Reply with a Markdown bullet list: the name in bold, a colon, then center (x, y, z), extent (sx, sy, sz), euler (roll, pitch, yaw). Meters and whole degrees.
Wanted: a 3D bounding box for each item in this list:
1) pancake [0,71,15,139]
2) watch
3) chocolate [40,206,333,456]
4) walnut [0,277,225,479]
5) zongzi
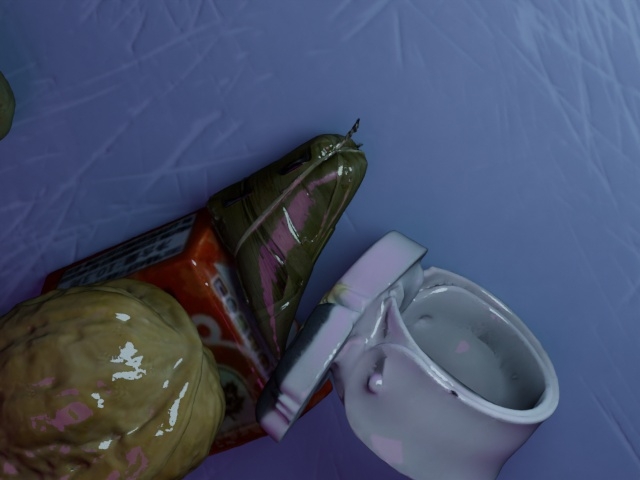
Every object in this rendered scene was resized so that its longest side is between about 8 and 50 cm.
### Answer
- **pancake**: center (-0.415, -0.148, 1.510), extent (0.242, 0.050, 0.242), euler (12, 149, 8)
- **watch**: center (0.082, 0.137, 1.449), extent (0.231, 0.244, 0.196), euler (40, 119, 3)
- **chocolate**: center (-0.148, 0.111, 1.584), extent (0.237, 0.108, 0.235), euler (-20, 107, 26)
- **walnut**: center (-0.209, 0.145, 1.443), extent (0.257, 0.257, 0.224), euler (-23, 138, 25)
- **zongzi**: center (0.000, 0.000, 1.464), extent (0.189, 0.081, 0.178), euler (-28, 73, 26)
